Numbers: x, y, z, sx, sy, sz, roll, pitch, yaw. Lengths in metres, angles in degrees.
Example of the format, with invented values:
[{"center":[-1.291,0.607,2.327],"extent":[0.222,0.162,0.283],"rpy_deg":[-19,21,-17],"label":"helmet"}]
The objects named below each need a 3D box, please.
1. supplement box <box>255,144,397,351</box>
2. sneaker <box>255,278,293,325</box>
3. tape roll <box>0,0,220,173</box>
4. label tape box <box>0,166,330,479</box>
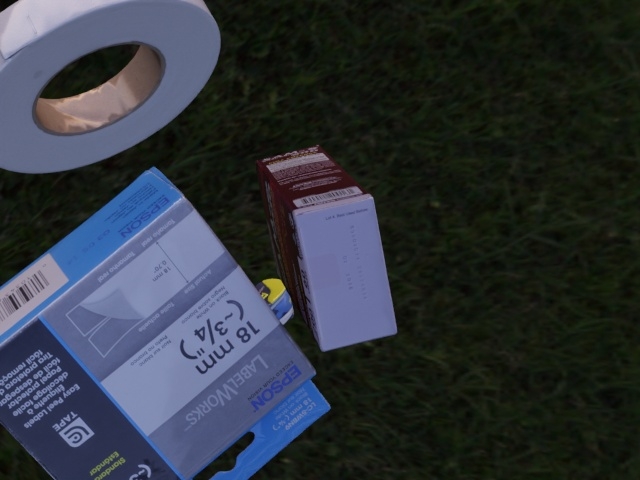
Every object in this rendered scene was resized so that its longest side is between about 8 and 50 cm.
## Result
[{"center":[0.000,0.000,1.194],"extent":[0.073,0.239,0.130],"rpy_deg":[-13,106,-7],"label":"supplement box"},{"center":[-0.083,0.113,1.525],"extent":[0.144,0.053,0.059],"rpy_deg":[-45,135,-19],"label":"sneaker"},{"center":[-0.329,-0.239,1.834],"extent":[0.392,0.392,0.072],"rpy_deg":[-22,68,-19],"label":"tape roll"},{"center":[-0.138,0.139,1.169],"extent":[0.241,0.106,0.333],"rpy_deg":[-40,120,-8],"label":"label tape box"}]
